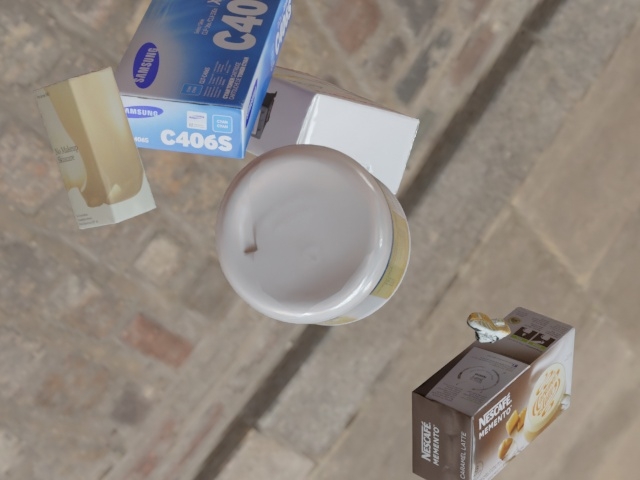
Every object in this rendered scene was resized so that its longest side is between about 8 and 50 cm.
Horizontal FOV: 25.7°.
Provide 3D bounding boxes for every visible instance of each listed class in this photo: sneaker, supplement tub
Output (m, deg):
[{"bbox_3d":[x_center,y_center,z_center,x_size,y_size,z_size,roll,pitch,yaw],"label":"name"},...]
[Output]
[{"bbox_3d":[0.210,0.117,1.811,0.037,0.032,0.083,-40,144,26],"label":"sneaker"},{"bbox_3d":[0.000,0.000,1.197,0.144,0.144,0.200,-56,170,2],"label":"supplement tub"}]

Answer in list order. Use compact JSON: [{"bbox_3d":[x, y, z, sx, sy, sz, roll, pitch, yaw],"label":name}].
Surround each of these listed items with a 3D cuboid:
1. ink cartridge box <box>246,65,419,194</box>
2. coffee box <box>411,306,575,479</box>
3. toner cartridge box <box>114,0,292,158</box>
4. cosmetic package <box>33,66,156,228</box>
[{"bbox_3d":[-0.032,-0.187,2.187,0.226,0.306,0.131,9,102,-41],"label":"ink cartridge box"},{"bbox_3d":[0.232,0.212,1.877,0.246,0.098,0.141,-32,131,-41],"label":"coffee box"},{"bbox_3d":[-0.142,-0.235,1.742,0.348,0.165,0.075,-77,171,-51],"label":"toner cartridge box"},{"bbox_3d":[-0.173,-0.070,1.078,0.041,0.060,0.115,-24,100,-38],"label":"cosmetic package"}]
